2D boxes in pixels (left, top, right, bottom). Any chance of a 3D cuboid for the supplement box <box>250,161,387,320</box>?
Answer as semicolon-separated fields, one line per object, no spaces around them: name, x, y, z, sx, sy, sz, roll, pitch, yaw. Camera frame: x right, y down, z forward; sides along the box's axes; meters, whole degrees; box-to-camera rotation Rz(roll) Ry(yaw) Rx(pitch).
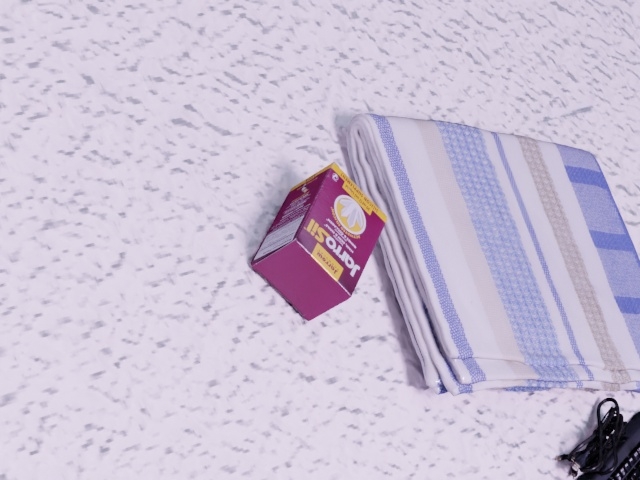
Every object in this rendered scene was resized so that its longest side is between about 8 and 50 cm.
supplement box;0.000;0.000;1.224;0.055;0.043;0.083;45;40;-18

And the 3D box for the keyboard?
keyboard;0.208;0.172;1.340;0.100;0.038;0.192;56;37;-2

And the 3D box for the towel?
towel;0.140;0.015;1.376;0.285;0.034;0.209;5;60;-48
